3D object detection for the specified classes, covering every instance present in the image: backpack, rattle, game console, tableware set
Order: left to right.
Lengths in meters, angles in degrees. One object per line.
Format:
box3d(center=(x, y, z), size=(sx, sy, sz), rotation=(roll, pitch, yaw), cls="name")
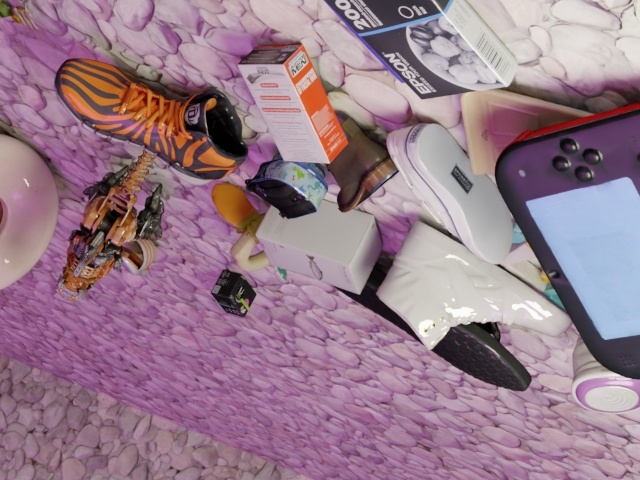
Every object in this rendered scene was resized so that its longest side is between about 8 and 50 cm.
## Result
box3d(center=(-0.497, -0.392, 1.859), size=(0.104, 0.024, 0.154), rotation=(22, 158, 23), cls="tableware set")
box3d(center=(-0.113, -0.012, 2.170), size=(0.143, 0.130, 0.200), rotation=(29, -173, 27), cls="rattle")
box3d(center=(-0.043, -0.092, 1.894), size=(0.105, 0.084, 0.114), rotation=(38, 160, -23), cls="backpack")
box3d(center=(0.420, 0.007, 1.436), size=(0.342, 0.060, 0.386), rotation=(-10, 121, 44), cls="game console")

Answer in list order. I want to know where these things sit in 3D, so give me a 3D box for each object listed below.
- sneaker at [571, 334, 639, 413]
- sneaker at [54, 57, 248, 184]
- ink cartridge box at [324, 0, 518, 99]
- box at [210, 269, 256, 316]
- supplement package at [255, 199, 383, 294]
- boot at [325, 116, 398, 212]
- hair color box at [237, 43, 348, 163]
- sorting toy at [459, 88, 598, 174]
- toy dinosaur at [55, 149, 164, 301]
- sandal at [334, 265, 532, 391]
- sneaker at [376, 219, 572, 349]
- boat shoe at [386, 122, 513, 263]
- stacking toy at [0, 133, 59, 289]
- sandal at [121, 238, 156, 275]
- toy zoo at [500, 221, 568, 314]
box3d(center=(0.518, 0.174, 1.740), size=(0.305, 0.152, 0.114), rotation=(3, 131, 5), cls="sneaker")
box3d(center=(-0.246, -0.207, 1.867), size=(0.321, 0.124, 0.180), rotation=(27, 156, -27), cls="sneaker")
box3d(center=(0.100, -0.253, 1.447), size=(0.206, 0.045, 0.208), rotation=(42, 155, -30), cls="ink cartridge box")
box3d(center=(-0.182, 0.112, 2.512), size=(0.052, 0.062, 0.083), rotation=(12, 153, 31), cls="box")
box3d(center=(0.000, 0.000, 2.014), size=(0.179, 0.105, 0.105), rotation=(18, 155, 23), cls="supplement package")
box3d(center=(0.048, -0.114, 1.793), size=(0.106, 0.082, 0.219), rotation=(51, 159, 0), cls="boot")
box3d(center=(-0.038, -0.190, 1.673), size=(0.093, 0.053, 0.167), rotation=(7, 136, 42), cls="hair color box")
box3d(center=(0.289, -0.124, 1.525), size=(0.208, 0.038, 0.193), rotation=(14, 154, 21), cls="sorting toy")
box3d(center=(-0.374, -0.030, 2.190), size=(0.322, 0.218, 0.164), rotation=(-35, 102, 20), cls="toy dinosaur")
box3d(center=(0.185, 0.105, 2.062), size=(0.446, 0.107, 0.167), rotation=(32, 162, 24), cls="sandal")
box3d(center=(0.232, 0.112, 1.874), size=(0.293, 0.169, 0.108), rotation=(31, 178, 6), cls="sneaker")
box3d(center=(0.185, -0.069, 1.699), size=(0.084, 0.095, 0.258), rotation=(5, 138, 50), cls="boat shoe")
box3d(center=(-0.807, -0.118, 2.518), size=(0.480, 0.350, 0.350), rotation=(30, 164, 43), cls="stacking toy")
box3d(center=(-0.398, 0.018, 2.562), size=(0.102, 0.076, 0.265), rotation=(42, 178, 3), cls="sandal")
box3d(center=(0.397, 0.060, 1.789), size=(0.293, 0.030, 0.192), rotation=(35, 156, -18), cls="toy zoo")
